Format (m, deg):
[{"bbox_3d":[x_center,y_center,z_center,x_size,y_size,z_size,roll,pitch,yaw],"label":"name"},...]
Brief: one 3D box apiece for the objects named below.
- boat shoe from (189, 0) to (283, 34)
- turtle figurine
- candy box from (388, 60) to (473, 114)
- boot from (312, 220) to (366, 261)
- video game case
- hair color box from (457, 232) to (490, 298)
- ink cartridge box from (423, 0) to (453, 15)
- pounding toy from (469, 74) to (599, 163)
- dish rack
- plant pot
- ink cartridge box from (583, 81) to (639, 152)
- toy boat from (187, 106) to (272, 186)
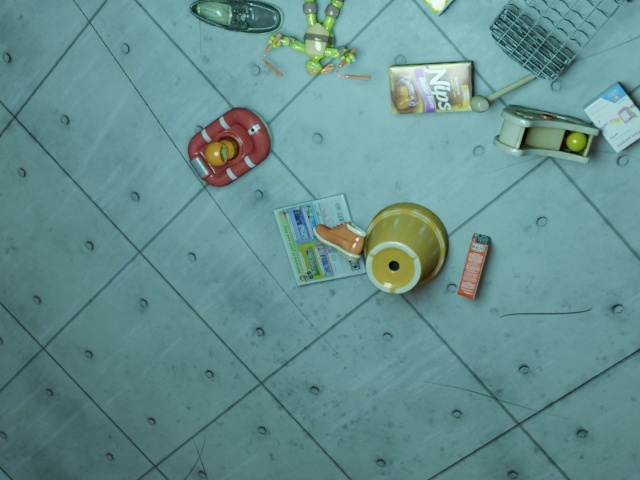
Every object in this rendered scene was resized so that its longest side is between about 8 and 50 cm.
[{"bbox_3d":[-0.200,-0.524,1.784,0.223,0.073,0.080,12,112,13],"label":"boat shoe"},{"bbox_3d":[0.008,-0.467,1.735,0.269,0.087,0.218,16,105,20],"label":"turtle figurine"},{"bbox_3d":[0.251,-0.346,1.724,0.186,0.053,0.109,-1,108,15],"label":"candy box"},{"bbox_3d":[0.048,-0.018,1.854,0.158,0.059,0.085,31,108,37],"label":"boot"},{"bbox_3d":[0.000,0.000,1.938,0.193,0.023,0.213,-12,106,20],"label":"video game case"},{"bbox_3d":[0.367,0.060,1.822,0.043,0.072,0.141,15,112,11],"label":"hair color box"},{"bbox_3d":[0.249,-0.692,1.594,0.307,0.072,0.303,43,115,-4],"label":"ink cartridge box"},{"bbox_3d":[0.457,-0.262,1.616,0.269,0.154,0.155,11,112,-1],"label":"pounding toy"},{"bbox_3d":[0.498,-0.483,1.592,0.208,0.074,0.271,40,117,2],"label":"dish rack"},{"bbox_3d":[0.190,0.034,1.802,0.205,0.188,0.205,5,110,15],"label":"plant pot"},{"bbox_3d":[0.638,-0.264,1.636,0.088,0.052,0.122,-38,96,24],"label":"ink cartridge box"},{"bbox_3d":[-0.232,-0.222,1.858,0.231,0.151,0.151,-31,98,24],"label":"toy boat"}]
